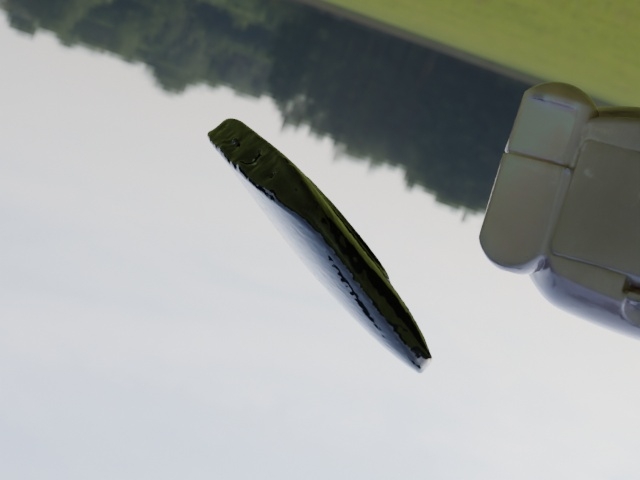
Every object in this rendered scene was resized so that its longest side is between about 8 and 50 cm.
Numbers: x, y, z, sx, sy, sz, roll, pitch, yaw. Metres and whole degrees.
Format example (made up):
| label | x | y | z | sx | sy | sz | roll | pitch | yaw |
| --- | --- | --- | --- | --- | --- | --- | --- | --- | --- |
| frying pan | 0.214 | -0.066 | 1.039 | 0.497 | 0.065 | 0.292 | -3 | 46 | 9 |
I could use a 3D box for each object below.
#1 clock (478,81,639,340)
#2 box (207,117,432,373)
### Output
| label | x | y | z | sx | sy | sz | roll | pitch | yaw |
| --- | --- | --- | --- | --- | --- | --- | --- | --- | --- |
| clock | 0.317 | 0.000 | 1.199 | 0.342 | 0.184 | 0.325 | 22 | -175 | 25 |
| box | 0.000 | 0.000 | 1.137 | 0.201 | 0.042 | 0.212 | 51 | 176 | -26 |
